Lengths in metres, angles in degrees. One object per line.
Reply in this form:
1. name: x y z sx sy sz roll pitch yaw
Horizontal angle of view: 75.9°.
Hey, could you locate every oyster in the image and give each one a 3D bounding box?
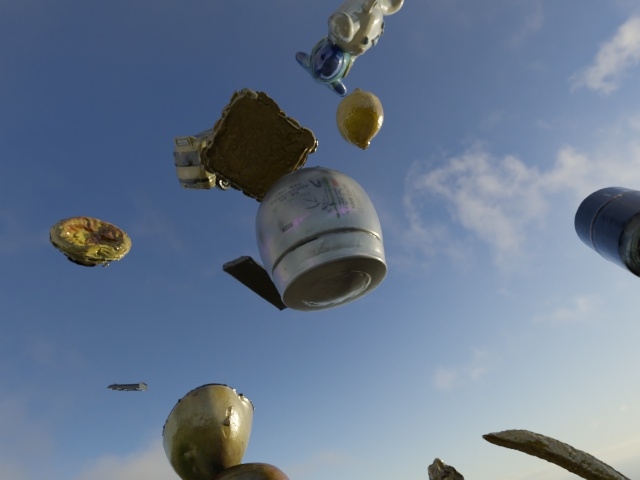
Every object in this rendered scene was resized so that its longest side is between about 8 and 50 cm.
1. oyster: 0.376 0.710 1.103 0.161 0.233 0.107 -11 -47 -36

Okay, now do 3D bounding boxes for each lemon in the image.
1. lemon: 0.152 -0.474 1.591 0.187 0.244 0.187 -2 -3 0

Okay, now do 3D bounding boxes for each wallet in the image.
1. wallet: -0.177 0.144 1.337 0.146 0.030 0.285 -21 -49 38

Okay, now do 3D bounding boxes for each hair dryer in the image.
1. hair dryer: 0.549 0.025 0.537 0.352 0.189 0.107 18 -73 11

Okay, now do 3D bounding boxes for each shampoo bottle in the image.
1. shampoo bottle: 0.000 0.000 0.904 0.273 0.266 0.273 -13 -33 -9

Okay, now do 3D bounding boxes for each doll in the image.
1. doll: 0.073 -0.575 1.232 0.376 0.187 0.365 -26 -7 -38

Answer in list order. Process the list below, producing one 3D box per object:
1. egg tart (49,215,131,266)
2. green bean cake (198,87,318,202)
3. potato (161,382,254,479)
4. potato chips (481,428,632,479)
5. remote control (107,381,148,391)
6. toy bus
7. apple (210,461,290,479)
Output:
1. egg tart: -0.748 0.010 1.337 0.241 0.241 0.106 12 -64 -35
2. green bean cake: -0.149 -0.225 0.994 0.229 0.131 0.224 32 -81 -19
3. potato: -0.206 0.392 0.789 0.182 0.117 0.202 13 -72 -29
4. potato chips: 0.613 0.550 1.009 0.407 0.080 0.057 22 -34 19
5. remote control: -0.414 0.315 0.882 0.091 0.016 0.034 -8 -30 19
6. toy bus: -0.331 -0.309 1.440 0.177 0.365 0.202 6 -58 37
7. apple: -0.118 0.476 0.673 0.188 0.188 0.174 -7 -60 -14
